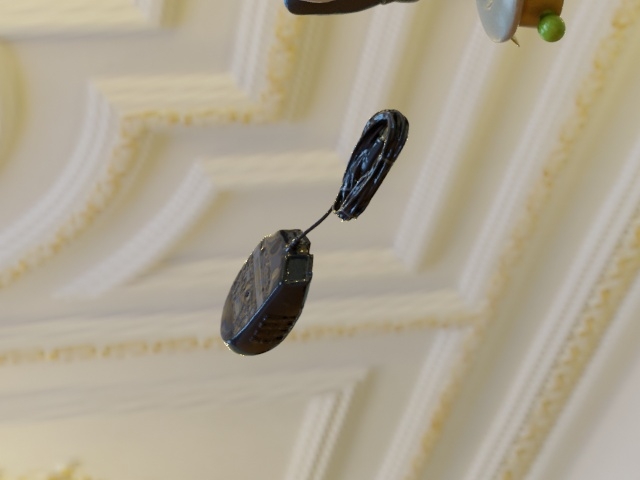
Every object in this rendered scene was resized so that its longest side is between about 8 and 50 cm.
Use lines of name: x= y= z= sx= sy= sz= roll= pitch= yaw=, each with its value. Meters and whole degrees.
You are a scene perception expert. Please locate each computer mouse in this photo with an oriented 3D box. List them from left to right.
computer mouse: x=0.000 y=0.000 z=1.248 sx=0.041 sy=0.071 sz=0.242 roll=21 pitch=-50 yaw=-23

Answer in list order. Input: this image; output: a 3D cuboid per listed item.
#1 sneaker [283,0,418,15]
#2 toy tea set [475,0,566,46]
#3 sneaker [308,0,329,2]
sneaker: x=0.000 y=-0.348 z=1.505 sx=0.139 sy=0.125 sz=0.341 roll=-14 pitch=-64 yaw=-1
toy tea set: x=0.160 y=-0.304 z=1.292 sx=0.124 sy=0.336 sz=0.200 roll=-4 pitch=-42 yaw=-14
sneaker: x=-0.048 y=-0.262 z=0.907 sx=0.110 sy=0.118 sz=0.292 roll=-20 pitch=-53 yaw=18
